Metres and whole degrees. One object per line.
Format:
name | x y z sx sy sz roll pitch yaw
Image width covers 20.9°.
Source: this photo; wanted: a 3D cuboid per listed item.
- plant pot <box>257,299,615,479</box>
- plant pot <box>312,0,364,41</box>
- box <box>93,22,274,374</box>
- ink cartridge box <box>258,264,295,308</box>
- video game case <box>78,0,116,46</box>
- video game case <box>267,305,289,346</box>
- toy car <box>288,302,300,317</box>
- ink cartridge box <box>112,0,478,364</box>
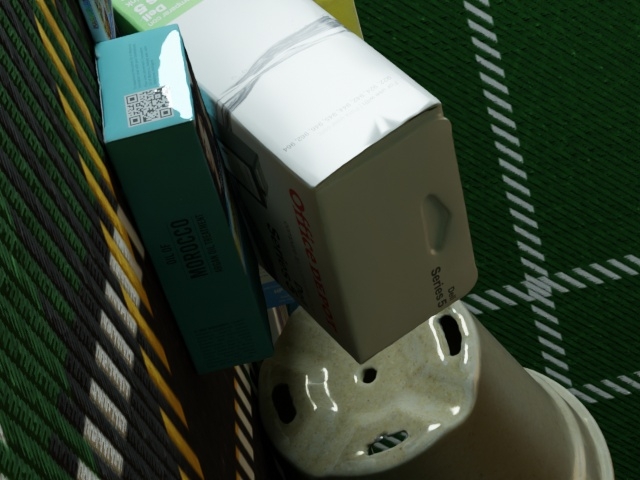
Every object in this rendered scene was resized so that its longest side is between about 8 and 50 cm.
plant pot | 0.093 0.199 1.717 0.305 0.333 0.334 55 18 -50
plant pot | -0.032 -0.167 1.980 0.212 0.187 0.212 -91 167 -82
box | -0.091 -0.023 1.194 0.244 0.060 0.100 74 3 -47
ink cartridge box | -0.069 -0.029 1.788 0.104 0.060 0.180 -100 176 -54
video game case | -0.158 -0.182 1.156 0.122 0.011 0.087 73 3 -46
video game case | -0.057 0.068 1.978 0.183 0.023 0.201 36 40 -86
toy car | 0.035 0.148 2.259 0.238 0.219 0.210 -16 93 -59
ink cartridge box | -0.020 -0.071 1.279 0.273 0.114 0.198 43 -20 39
